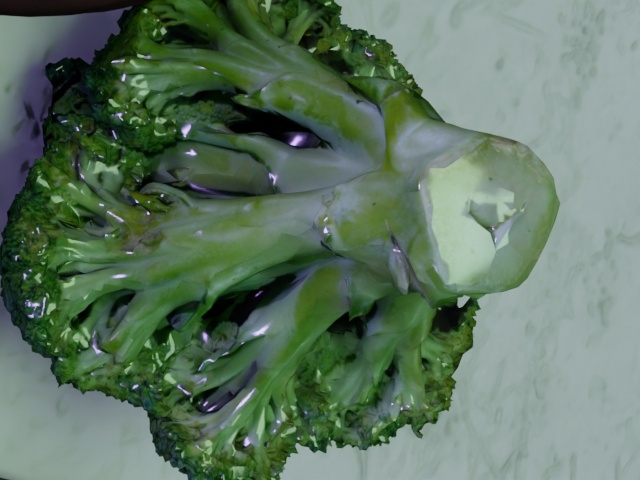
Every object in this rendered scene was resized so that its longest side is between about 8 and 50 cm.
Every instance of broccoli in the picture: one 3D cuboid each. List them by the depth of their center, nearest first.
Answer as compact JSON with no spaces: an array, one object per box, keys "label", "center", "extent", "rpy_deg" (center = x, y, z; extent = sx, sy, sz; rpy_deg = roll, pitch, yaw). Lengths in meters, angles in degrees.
[{"label":"broccoli","center":[0.000,0.000,0.756],"extent":[0.269,0.269,0.254],"rpy_deg":[35,69,-46]}]

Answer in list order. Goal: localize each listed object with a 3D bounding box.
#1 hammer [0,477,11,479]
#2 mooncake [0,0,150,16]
[{"label":"hammer","center":[-0.168,0.122,0.784],"extent":[0.292,0.029,0.058],"rpy_deg":[28,80,-49]},{"label":"mooncake","center":[-0.130,-0.263,0.618],"extent":[0.326,0.174,0.333],"rpy_deg":[20,82,-51]}]
